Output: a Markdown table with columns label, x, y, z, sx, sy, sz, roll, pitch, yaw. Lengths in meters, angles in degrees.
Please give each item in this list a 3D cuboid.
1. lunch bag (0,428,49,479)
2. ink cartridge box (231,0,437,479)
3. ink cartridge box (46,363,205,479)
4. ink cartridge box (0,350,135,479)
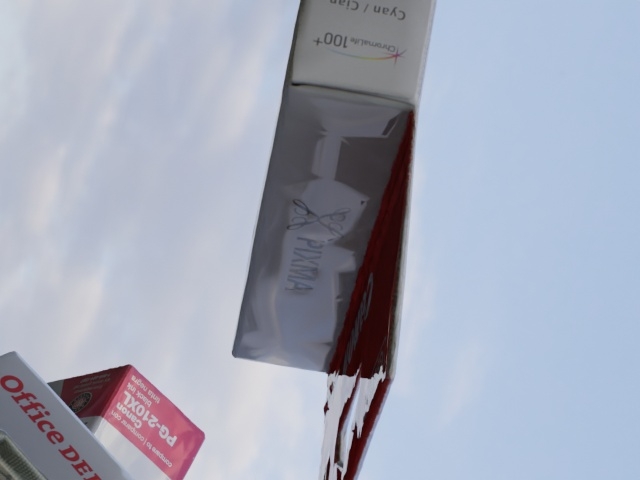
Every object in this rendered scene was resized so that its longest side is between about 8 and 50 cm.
| label | x | y | z | sx | sy | sz | roll | pitch | yaw |
| --- | --- | --- | --- | --- | --- | --- | --- | --- | --- |
| lunch bag | -0.131 | 0.262 | 0.751 | 0.235 | 0.287 | 0.169 | -36 | -158 | 6 |
| ink cartridge box | 0.000 | 0.000 | 0.936 | 0.296 | 0.066 | 0.261 | 104 | -4 | -62 |
| ink cartridge box | -0.221 | 0.226 | 1.507 | 0.172 | 0.100 | 0.237 | -15 | -143 | 46 |
| ink cartridge box | -0.240 | 0.209 | 1.160 | 0.171 | 0.232 | 0.168 | 44 | -45 | 30 |
